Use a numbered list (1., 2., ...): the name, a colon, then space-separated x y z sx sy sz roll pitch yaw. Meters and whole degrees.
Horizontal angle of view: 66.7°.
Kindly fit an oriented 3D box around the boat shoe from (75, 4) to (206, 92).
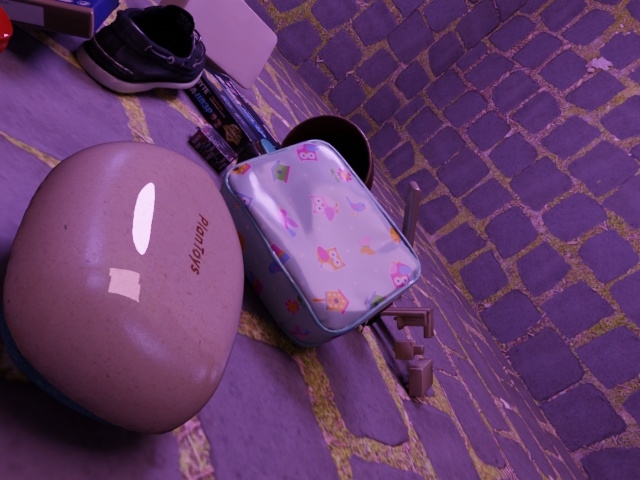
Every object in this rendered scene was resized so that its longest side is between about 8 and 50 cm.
1. boat shoe: -0.258 -0.334 0.807 0.127 0.113 0.340 46 25 -5

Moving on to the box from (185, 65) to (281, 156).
1. box: -0.190 -0.271 1.038 0.220 0.051 0.175 53 16 7

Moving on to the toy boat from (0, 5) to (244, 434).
1. toy boat: -0.191 -0.018 0.366 0.318 0.148 0.267 51 19 -29

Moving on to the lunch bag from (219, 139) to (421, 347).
1. lunch bag: 0.000 0.000 0.693 0.224 0.108 0.279 -28 78 -36

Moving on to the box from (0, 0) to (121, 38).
1. box: -0.342 -0.314 0.621 0.136 0.037 0.225 6 33 -16

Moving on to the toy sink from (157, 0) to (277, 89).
1. toy sink: -0.242 -0.483 1.120 0.131 0.153 0.234 29 0 41

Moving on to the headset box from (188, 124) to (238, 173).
1. headset box: -0.187 -0.163 0.846 0.083 0.032 0.062 49 16 -13

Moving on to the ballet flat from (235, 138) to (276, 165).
1. ballet flat: -0.054 -0.042 0.830 0.280 0.096 0.095 55 15 12

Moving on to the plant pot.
1. plant pot: 0.039 -0.150 1.140 0.215 0.215 0.230 56 12 16

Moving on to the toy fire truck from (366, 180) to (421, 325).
1. toy fire truck: 0.099 -0.003 0.890 0.158 0.246 0.217 39 20 -37

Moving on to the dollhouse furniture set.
1. dollhouse furniture set: 0.153 0.213 0.969 0.144 0.123 0.151 8 80 -67
